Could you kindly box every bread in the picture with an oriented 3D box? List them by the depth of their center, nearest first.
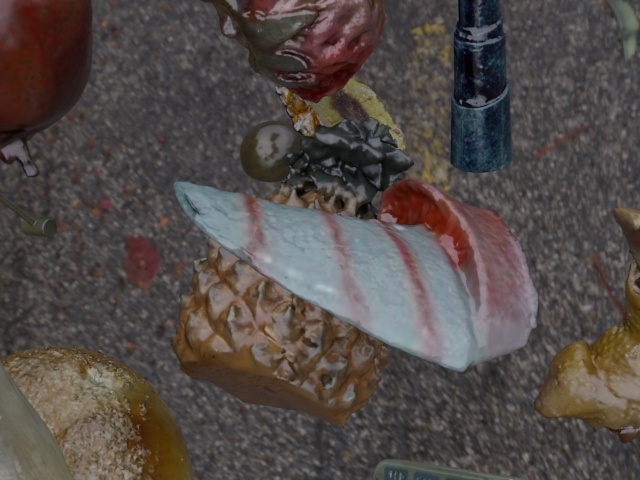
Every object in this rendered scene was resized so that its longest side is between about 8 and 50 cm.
[{"bbox_3d":[-0.279,0.240,1.061,0.306,0.158,0.305,-3,56,5],"label":"bread"}]

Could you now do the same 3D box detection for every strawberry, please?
[{"bbox_3d":[0.002,-0.309,1.118,0.149,0.265,0.336,-18,29,31],"label":"strawberry"}]

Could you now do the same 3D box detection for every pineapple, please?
[{"bbox_3d":[-0.001,-0.001,1.090,0.223,0.223,0.357,13,68,24],"label":"pineapple"},{"bbox_3d":[0.027,-0.155,1.311,0.047,0.221,0.221,-40,56,27],"label":"pineapple"}]

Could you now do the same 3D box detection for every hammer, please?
[{"bbox_3d":[-0.306,-0.036,1.029,0.035,0.110,0.019,4,63,38],"label":"hammer"}]

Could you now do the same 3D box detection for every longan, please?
[{"bbox_3d":[-0.075,-0.146,1.682,0.106,0.106,0.119,-8,30,15],"label":"longan"}]

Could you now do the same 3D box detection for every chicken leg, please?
[{"bbox_3d":[0.405,0.137,1.349,0.295,0.409,0.182,-17,34,9],"label":"chicken leg"}]

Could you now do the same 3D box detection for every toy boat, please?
[{"bbox_3d":[0.025,0.011,0.817,0.096,0.282,0.206,-57,32,35],"label":"toy boat"}]

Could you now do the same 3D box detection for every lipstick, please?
[{"bbox_3d":[0.130,-0.172,0.859,0.053,0.234,0.053,-4,28,2],"label":"lipstick"}]

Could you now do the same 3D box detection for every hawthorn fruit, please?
[{"bbox_3d":[-0.475,-0.299,1.553,0.308,0.324,0.308,0,41,0],"label":"hawthorn fruit"}]

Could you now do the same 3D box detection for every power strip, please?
[{"bbox_3d":[0.187,0.374,1.570,0.286,0.048,0.080,0,77,45],"label":"power strip"}]

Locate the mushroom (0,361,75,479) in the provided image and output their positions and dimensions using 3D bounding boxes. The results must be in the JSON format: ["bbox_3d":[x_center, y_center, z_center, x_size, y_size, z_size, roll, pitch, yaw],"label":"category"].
[{"bbox_3d":[-0.304,0.102,0.851,0.095,0.123,0.351,-26,88,39],"label":"mushroom"}]
